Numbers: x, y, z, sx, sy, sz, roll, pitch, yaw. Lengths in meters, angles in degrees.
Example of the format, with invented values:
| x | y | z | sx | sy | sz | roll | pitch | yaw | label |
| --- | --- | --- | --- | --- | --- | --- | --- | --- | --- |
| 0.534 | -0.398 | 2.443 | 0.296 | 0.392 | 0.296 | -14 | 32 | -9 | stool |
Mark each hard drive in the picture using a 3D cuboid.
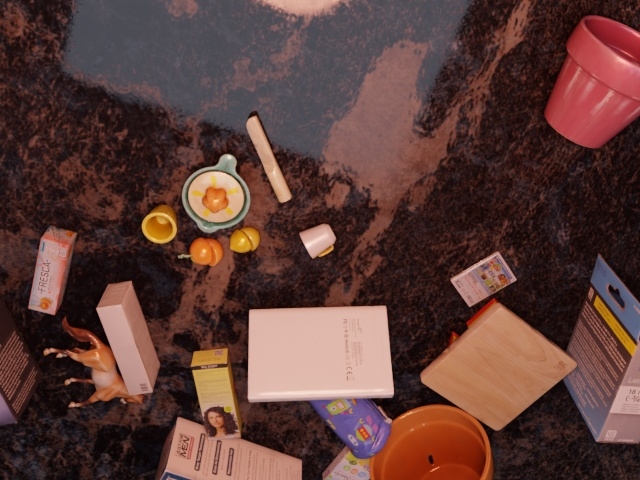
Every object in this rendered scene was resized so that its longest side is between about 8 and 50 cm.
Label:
| x | y | z | sx | sy | sz | roll | pitch | yaw | label |
| --- | --- | --- | --- | --- | --- | --- | --- | --- | --- |
| -0.002 | 0.246 | 1.441 | 0.307 | 0.203 | 0.040 | -2 | 152 | -1 | hard drive |

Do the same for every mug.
| x | y | z | sx | sy | sz | roll | pitch | yaw | label |
| --- | --- | --- | --- | --- | --- | --- | --- | --- | --- |
| -0.002 | -0.003 | 1.390 | 0.064 | 0.078 | 0.062 | -29 | 83 | 3 | mug |

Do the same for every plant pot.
| x | y | z | sx | sy | sz | roll | pitch | yaw | label |
| --- | --- | --- | --- | --- | --- | --- | --- | --- | --- |
| 0.287 | 0.572 | 1.578 | 0.290 | 0.291 | 0.204 | -22 | 125 | 9 | plant pot |
| 0.511 | -0.277 | 1.195 | 0.201 | 0.201 | 0.180 | 18 | 131 | -11 | plant pot |

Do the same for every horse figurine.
| x | y | z | sx | sy | sz | roll | pitch | yaw | label |
| --- | --- | --- | --- | --- | --- | --- | --- | --- | --- |
| -0.521 | 0.297 | 1.514 | 0.174 | 0.066 | 0.263 | -4 | 120 | 6 | horse figurine |

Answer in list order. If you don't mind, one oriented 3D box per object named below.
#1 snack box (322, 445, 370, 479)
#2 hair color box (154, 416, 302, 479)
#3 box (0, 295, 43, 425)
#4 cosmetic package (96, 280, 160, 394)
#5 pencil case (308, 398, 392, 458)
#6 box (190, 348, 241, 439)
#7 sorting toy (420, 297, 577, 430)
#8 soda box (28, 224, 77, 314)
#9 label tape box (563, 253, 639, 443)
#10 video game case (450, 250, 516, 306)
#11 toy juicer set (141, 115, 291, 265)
| x | y | z | sx | sy | sz | roll | pitch | yaw | label |
| --- | --- | --- | --- | --- | --- | --- | --- | --- | --- |
| 0.084 | 0.591 | 1.707 | 0.100 | 0.037 | 0.141 | 29 | 113 | -15 | snack box |
| -0.220 | 0.581 | 1.613 | 0.347 | 0.174 | 0.105 | 24 | 116 | -14 | hair color box |
| -0.820 | 0.257 | 1.417 | 0.296 | 0.183 | 0.294 | -13 | 116 | 4 | box |
| -0.422 | 0.218 | 1.458 | 0.060 | 0.099 | 0.239 | -8 | 117 | 5 | cosmetic package |
| 0.056 | 0.381 | 1.550 | 0.133 | 0.119 | 0.306 | -31 | 115 | 13 | pencil case |
| -0.244 | 0.369 | 1.566 | 0.087 | 0.058 | 0.232 | -6 | 117 | 1 | box |
| 0.403 | 0.280 | 1.529 | 0.257 | 0.089 | 0.255 | 35 | 111 | -19 | sorting toy |
| -0.566 | 0.063 | 1.389 | 0.058 | 0.063 | 0.183 | 17 | 115 | -11 | soda box |
| 0.647 | 0.232 | 1.428 | 0.105 | 0.241 | 0.334 | 5 | 118 | -5 | label tape box |
| 0.364 | 0.087 | 1.470 | 0.122 | 0.011 | 0.087 | -32 | 114 | 14 | video game case |
| -0.181 | -0.064 | 1.324 | 0.329 | 0.089 | 0.209 | -39 | 112 | 16 | toy juicer set |
